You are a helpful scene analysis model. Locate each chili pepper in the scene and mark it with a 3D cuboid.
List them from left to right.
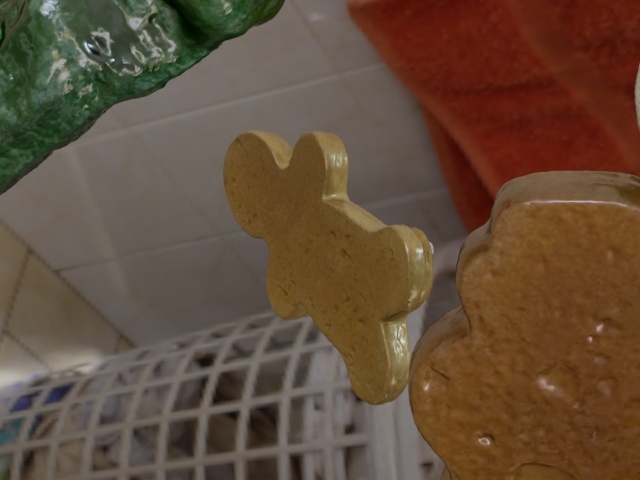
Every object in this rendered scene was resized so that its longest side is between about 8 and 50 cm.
[{"bbox_3d":[-0.116,-0.108,0.638,0.099,0.270,0.136,57,23,-1],"label":"chili pepper"}]

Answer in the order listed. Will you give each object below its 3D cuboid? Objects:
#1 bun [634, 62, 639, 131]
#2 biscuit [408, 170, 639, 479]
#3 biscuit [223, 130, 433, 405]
[{"bbox_3d":[0.193,-0.069,0.543,0.069,0.115,0.115,5,73,-27],"label":"bun"},{"bbox_3d":[0.137,0.099,0.642,0.044,0.185,0.295,-68,157,-59],"label":"biscuit"},{"bbox_3d":[0.001,0.000,0.898,0.035,0.240,0.158,-9,131,-34],"label":"biscuit"}]
